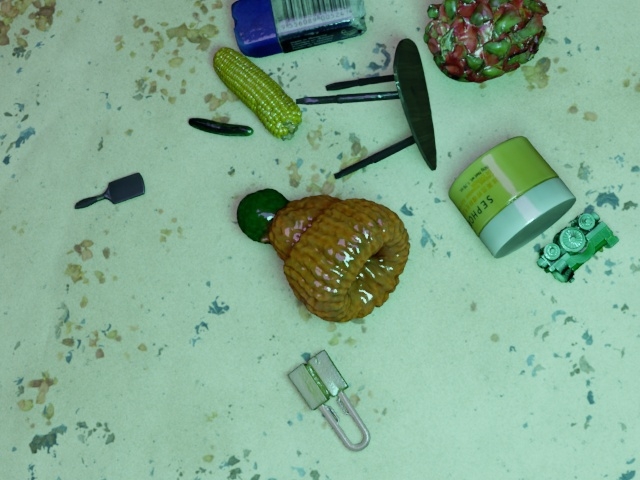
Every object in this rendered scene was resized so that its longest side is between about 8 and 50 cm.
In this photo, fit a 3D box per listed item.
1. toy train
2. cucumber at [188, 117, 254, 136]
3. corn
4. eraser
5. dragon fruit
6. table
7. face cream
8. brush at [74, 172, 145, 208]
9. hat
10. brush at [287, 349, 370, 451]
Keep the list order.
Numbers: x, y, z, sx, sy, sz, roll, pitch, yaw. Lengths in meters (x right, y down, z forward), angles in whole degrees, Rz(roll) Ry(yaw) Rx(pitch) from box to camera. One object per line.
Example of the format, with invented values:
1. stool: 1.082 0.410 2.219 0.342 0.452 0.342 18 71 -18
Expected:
1. toy train: 0.571 0.017 1.775 0.178 0.071 0.104 -41 84 -4
2. cucumber: -0.254 -0.284 2.000 0.184 0.033 0.036 10 96 13
3. corn: -0.163 -0.376 1.971 0.102 0.102 0.313 -44 75 -3
4. eraser: -0.052 -0.563 2.001 0.332 0.101 0.155 -12 76 7
5. dragon fruit: 0.390 -0.490 1.844 0.302 0.237 0.231 -12 84 -14
6. table: 0.115 -0.286 1.855 0.249 0.317 0.317 -11 75 20
7. face cream: 0.419 -0.095 1.747 0.218 0.218 0.179 -34 73 0
8. brush: -0.538 -0.117 2.013 0.193 0.016 0.063 -18 74 4
9. hat: 0.000 0.000 1.822 0.285 0.285 0.400 -49 47 -5
10. brush: 0.033 0.370 1.787 0.103 0.047 0.233 -35 75 -1
